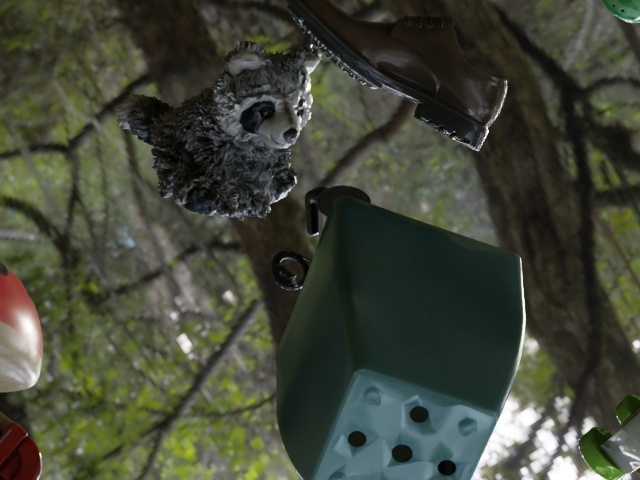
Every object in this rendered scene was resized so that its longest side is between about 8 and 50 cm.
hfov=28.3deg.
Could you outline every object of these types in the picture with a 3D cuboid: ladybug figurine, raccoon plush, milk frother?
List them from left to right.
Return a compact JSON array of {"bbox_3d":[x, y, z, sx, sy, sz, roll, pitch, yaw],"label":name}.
[{"bbox_3d":[-0.547,0.072,1.720,0.305,0.449,0.162,4,-114,38],"label":"ladybug figurine"},{"bbox_3d":[-0.192,-0.235,2.069,0.446,0.299,0.216,30,-150,28],"label":"raccoon plush"},{"bbox_3d":[0.000,0.000,1.956,0.129,0.135,0.143,24,-133,25],"label":"milk frother"}]

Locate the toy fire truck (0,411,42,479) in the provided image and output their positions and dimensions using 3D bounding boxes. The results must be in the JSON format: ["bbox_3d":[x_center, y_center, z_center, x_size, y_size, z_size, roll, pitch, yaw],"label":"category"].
[{"bbox_3d":[-0.473,0.392,1.865,0.217,0.246,0.158,-51,180,-23],"label":"toy fire truck"}]

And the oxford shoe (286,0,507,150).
[{"bbox_3d":[0.074,-0.180,1.187,0.096,0.227,0.083,-59,-166,5],"label":"oxford shoe"}]

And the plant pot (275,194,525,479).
[{"bbox_3d":[0.061,0.103,0.971,0.234,0.165,0.165,-86,-164,-67],"label":"plant pot"}]

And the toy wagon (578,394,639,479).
[{"bbox_3d":[0.402,0.115,1.268,0.267,0.068,0.344,-49,164,28],"label":"toy wagon"}]

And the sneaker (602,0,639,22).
[{"bbox_3d":[0.352,-0.272,1.262,0.109,0.123,0.295,-24,-142,-30],"label":"sneaker"}]
